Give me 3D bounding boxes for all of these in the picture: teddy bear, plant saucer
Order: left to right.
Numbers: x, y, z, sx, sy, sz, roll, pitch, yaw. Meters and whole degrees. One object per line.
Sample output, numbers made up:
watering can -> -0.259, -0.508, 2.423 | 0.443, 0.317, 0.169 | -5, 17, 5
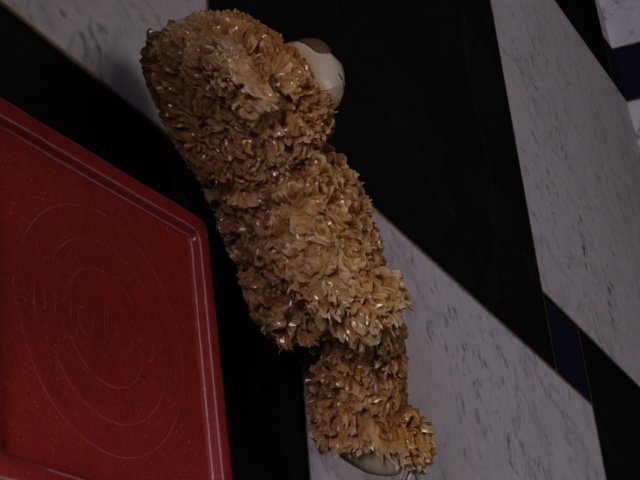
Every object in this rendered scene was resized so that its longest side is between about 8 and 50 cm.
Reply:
plant saucer -> -0.127, 0.051, 0.745 | 0.258, 0.048, 0.259 | 33, 43, -52
teddy bear -> 0.000, 0.000, 0.915 | 0.245, 0.113, 0.338 | -57, 125, -85
